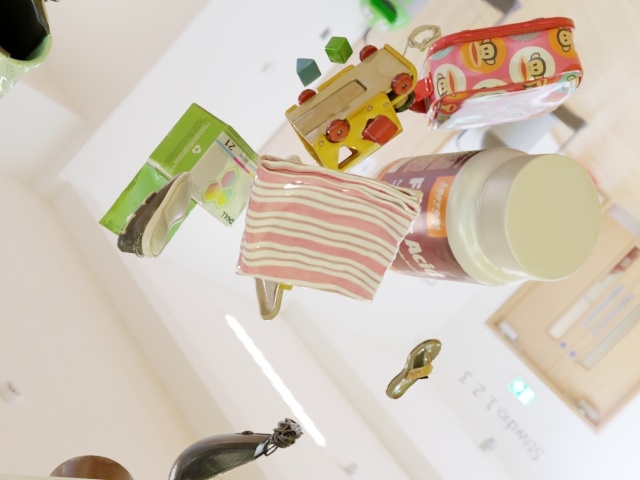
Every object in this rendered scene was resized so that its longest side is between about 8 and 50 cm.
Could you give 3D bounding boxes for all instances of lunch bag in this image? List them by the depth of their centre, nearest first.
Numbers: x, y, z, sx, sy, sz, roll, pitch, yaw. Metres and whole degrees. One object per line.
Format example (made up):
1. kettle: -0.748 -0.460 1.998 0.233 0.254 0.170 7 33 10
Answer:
1. lunch bag: 0.256 -0.248 1.345 0.293 0.258 0.120 77 -177 -86

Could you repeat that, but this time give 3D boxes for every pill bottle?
1. pill bottle: 0.251 -0.039 1.408 0.224 0.224 0.392 40 164 -23

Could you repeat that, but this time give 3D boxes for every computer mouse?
1. computer mouse: -0.169 0.389 1.599 0.188 0.272 0.072 80 167 -84

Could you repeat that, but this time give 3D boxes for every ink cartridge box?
1. ink cartridge box: -0.223 -0.076 1.455 0.097 0.255 0.189 35 175 30

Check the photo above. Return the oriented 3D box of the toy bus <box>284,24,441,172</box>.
1. toy bus: 0.059 -0.169 1.104 0.202 0.191 0.104 0 145 28

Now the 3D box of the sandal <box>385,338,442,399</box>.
1. sandal: 0.203 0.278 1.789 0.072 0.180 0.049 12 -149 -41

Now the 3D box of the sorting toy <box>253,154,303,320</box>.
1. sorting toy: -0.049 0.005 1.311 0.041 0.229 0.307 12 -165 -12

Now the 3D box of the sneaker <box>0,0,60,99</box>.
1. sneaker: -0.259 -0.195 0.505 0.256 0.151 0.094 57 -138 -23

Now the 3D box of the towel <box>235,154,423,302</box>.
1. towel: 0.000 0.000 0.771 0.144 0.029 0.197 13 148 -4

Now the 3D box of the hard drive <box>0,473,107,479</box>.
1. hard drive: -0.367 0.403 1.329 0.203 0.307 0.040 58 -145 -61

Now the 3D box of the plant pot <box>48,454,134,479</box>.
1. plant pot: -0.529 0.636 1.905 0.215 0.215 0.230 41 -171 -17

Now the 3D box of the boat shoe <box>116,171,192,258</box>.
1. boat shoe: -0.159 -0.028 0.832 0.125 0.038 0.046 -71 -18 -47
